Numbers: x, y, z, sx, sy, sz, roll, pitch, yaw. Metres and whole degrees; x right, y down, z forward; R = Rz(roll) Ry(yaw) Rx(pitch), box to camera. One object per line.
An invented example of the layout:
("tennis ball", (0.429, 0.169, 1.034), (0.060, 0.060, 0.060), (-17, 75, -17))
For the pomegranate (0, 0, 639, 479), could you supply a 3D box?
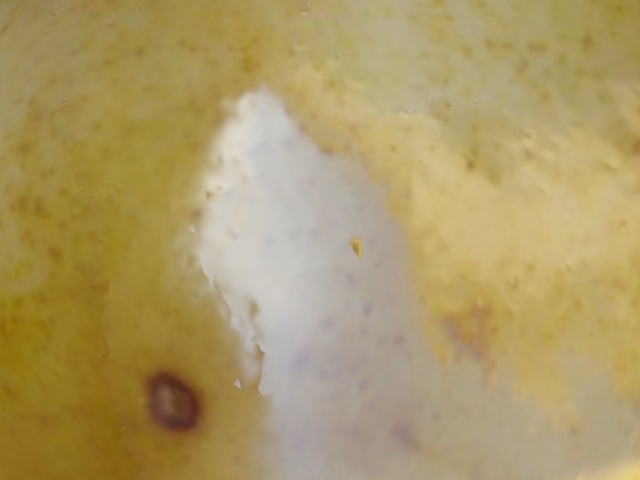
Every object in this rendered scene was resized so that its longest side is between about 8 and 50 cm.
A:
("pomegranate", (0.000, 0.000, 0.794), (0.416, 0.416, 0.417), (-33, 133, -44))
